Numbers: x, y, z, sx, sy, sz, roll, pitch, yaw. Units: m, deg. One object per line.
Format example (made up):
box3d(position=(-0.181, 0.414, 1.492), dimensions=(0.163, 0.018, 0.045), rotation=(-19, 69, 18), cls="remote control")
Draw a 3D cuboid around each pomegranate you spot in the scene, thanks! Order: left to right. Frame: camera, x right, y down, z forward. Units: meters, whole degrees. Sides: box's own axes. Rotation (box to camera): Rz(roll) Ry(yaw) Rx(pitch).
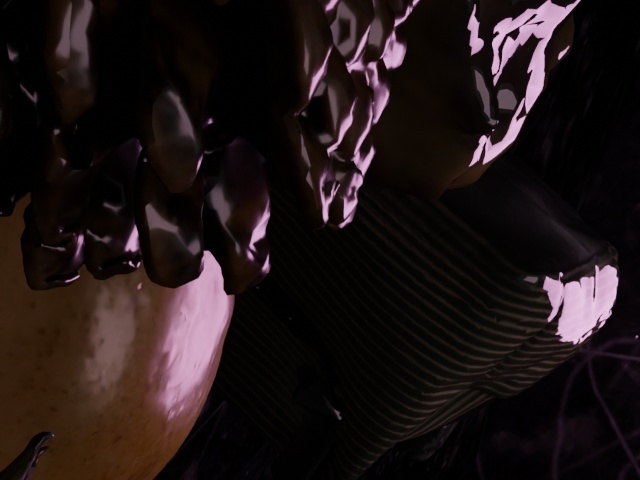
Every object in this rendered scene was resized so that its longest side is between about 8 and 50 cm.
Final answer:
box3d(position=(-0.162, 0.010, 0.732), dimensions=(0.260, 0.260, 0.260), rotation=(-54, 158, -33), cls="pomegranate")

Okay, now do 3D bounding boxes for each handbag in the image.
box3d(position=(0.000, 0.000, 1.101), dimensions=(0.240, 0.340, 0.247), rotation=(-54, 165, 21), cls="handbag")

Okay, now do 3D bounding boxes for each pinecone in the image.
box3d(position=(-0.075, -0.112, 0.539), dimensions=(0.243, 0.257, 0.243), rotation=(-61, -168, 23), cls="pinecone")

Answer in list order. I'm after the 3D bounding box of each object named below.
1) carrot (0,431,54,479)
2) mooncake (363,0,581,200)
box3d(position=(-0.238, 0.041, 0.510), dimensions=(0.193, 0.331, 0.214), rotation=(-48, 174, -22), cls="carrot")
box3d(position=(0.035, -0.213, 0.781), dimensions=(0.394, 0.393, 0.246), rotation=(52, 58, -30), cls="mooncake")
